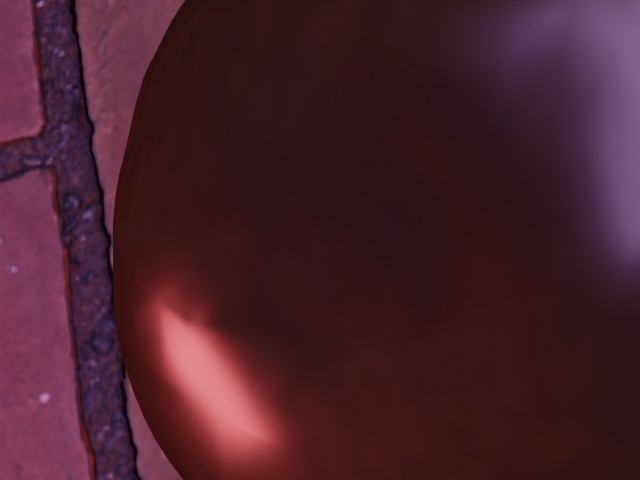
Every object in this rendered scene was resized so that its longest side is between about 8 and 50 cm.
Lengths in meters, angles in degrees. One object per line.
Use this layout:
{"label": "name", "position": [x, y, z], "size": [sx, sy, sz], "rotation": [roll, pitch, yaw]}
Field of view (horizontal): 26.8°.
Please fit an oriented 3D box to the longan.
{"label": "longan", "position": [0.097, -0.007, 0.496], "size": [0.361, 0.361, 0.360], "rotation": [-6, 71, 18]}
